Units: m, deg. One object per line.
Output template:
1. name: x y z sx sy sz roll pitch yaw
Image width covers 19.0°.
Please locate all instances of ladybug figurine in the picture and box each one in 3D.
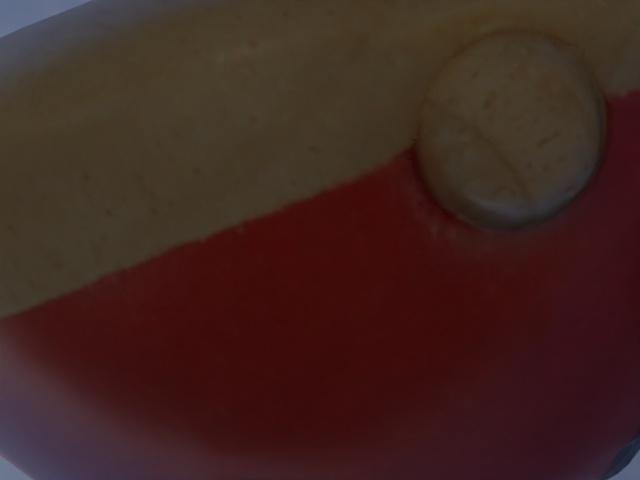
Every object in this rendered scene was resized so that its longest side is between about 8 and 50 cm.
1. ladybug figurine: 0.000 0.000 0.625 0.305 0.449 0.162 -14 -88 -9
